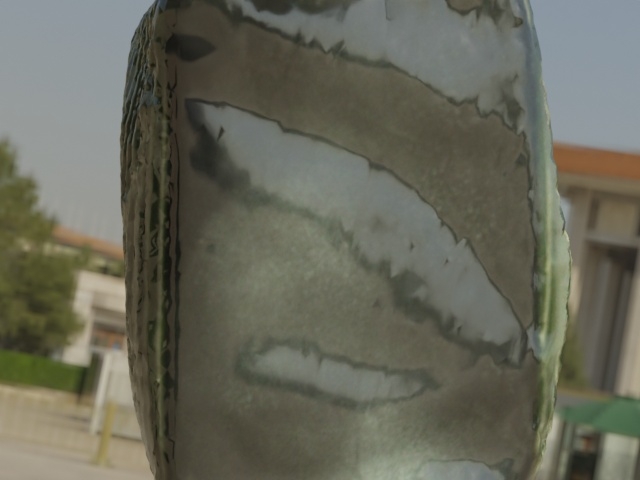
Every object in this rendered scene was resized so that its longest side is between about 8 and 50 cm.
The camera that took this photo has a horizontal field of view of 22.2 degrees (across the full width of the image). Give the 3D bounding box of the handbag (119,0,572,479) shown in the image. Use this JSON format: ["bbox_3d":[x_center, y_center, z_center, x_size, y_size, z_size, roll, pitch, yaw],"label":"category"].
[{"bbox_3d":[0.000,0.000,0.932,0.247,0.340,0.240,-2,2,-14],"label":"handbag"}]
